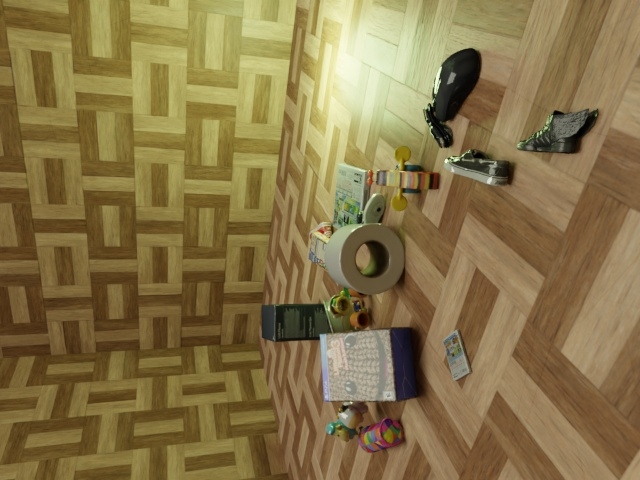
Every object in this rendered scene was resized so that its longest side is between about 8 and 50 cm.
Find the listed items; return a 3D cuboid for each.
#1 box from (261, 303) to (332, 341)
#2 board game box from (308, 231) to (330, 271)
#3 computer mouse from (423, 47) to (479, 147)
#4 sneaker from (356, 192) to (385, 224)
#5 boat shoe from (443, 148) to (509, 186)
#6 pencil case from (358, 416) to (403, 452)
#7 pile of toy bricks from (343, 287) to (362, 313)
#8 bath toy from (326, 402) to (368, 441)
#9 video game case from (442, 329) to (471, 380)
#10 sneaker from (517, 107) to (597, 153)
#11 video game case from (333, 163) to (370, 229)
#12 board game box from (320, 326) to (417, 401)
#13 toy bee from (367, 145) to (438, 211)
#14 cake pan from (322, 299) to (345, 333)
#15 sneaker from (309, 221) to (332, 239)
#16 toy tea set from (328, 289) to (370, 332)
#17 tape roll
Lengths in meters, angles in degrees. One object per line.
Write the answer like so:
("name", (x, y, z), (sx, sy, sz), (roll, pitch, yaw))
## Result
("box", (-0.116, 0.408, 2.466), (0.343, 0.312, 0.179), (156, 113, -71))
("board game box", (0.022, 0.060, 2.361), (0.193, 0.045, 0.147), (33, 123, 43))
("computer mouse", (0.355, -0.413, 1.382), (0.272, 0.072, 0.188), (110, 155, -47))
("sneaker", (0.184, -0.108, 1.905), (0.121, 0.079, 0.217), (-116, 30, -52))
("boat shoe", (0.398, -0.196, 1.246), (0.219, 0.077, 0.070), (-142, 53, -58))
("pencil case", (0.214, 0.706, 1.774), (0.236, 0.104, 0.104), (123, 144, -59))
("pile of toy bricks", (0.124, 0.221, 2.087), (0.105, 0.118, 0.212), (9, -110, -75))
("bath toy", (0.137, 0.570, 1.822), (0.151, 0.129, 0.348), (-105, 36, -78))
("video game case", (0.384, 0.325, 1.380), (0.087, 0.011, 0.122), (116, 149, -56))
("sneaker", (0.484, -0.227, 1.012), (0.170, 0.051, 0.089), (-151, 62, -65))
("video game case", (0.133, -0.173, 2.145), (0.329, 0.036, 0.300), (-141, 54, -67))
("board game box", (0.158, 0.421, 1.658), (0.291, 0.141, 0.232), (-14, 73, 36))
("toy bee", (0.242, -0.190, 1.592), (0.298, 0.162, 0.195), (146, 121, -69))
("cake pan", (0.075, 0.392, 2.136), (0.293, 0.054, 0.293), (164, 90, -88))
("sneaker", (0.000, 0.000, 2.481), (0.221, 0.087, 0.128), (126, 142, -64))
("toy tea set", (0.138, 0.307, 1.910), (0.124, 0.200, 0.336), (-15, 73, 51))
("tape roll", (0.153, 0.061, 1.731), (0.169, 0.246, 0.246), (-178, 88, -72))
